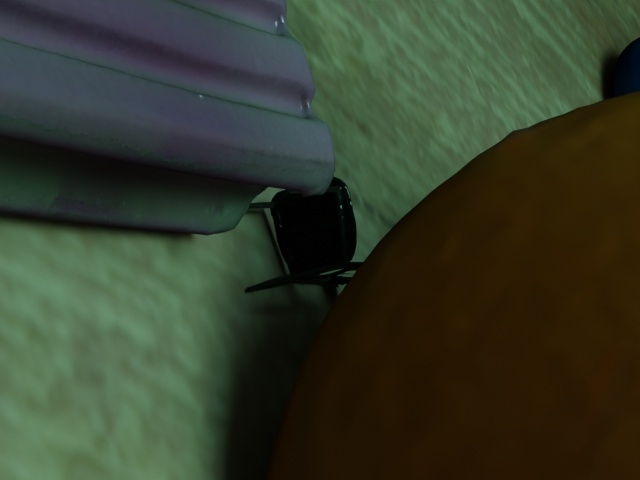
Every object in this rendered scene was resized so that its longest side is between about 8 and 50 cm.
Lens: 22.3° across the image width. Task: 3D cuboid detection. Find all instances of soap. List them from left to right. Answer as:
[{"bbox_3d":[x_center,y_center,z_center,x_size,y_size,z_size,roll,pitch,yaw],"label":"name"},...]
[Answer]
[{"bbox_3d":[-0.079,-0.068,0.496,0.203,0.065,0.122,9,61,-62],"label":"soap"}]

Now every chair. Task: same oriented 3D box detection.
[{"bbox_3d":[0.000,-0.002,0.634,0.086,0.037,0.042,4,76,-59],"label":"chair"}]

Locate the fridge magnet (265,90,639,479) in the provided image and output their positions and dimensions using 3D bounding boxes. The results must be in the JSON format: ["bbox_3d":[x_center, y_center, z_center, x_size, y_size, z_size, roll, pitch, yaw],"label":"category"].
[{"bbox_3d":[0.161,0.108,0.533,0.155,0.363,0.363,87,-4,-60],"label":"fridge magnet"}]

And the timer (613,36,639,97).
[{"bbox_3d":[0.437,-0.093,1.180,0.270,0.383,0.270,46,31,-38],"label":"timer"}]
